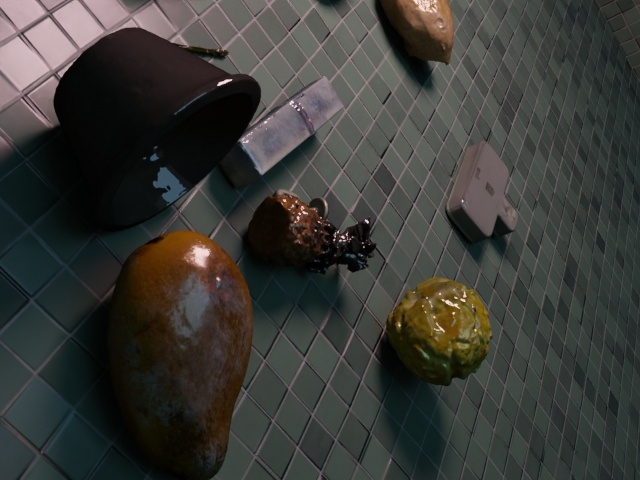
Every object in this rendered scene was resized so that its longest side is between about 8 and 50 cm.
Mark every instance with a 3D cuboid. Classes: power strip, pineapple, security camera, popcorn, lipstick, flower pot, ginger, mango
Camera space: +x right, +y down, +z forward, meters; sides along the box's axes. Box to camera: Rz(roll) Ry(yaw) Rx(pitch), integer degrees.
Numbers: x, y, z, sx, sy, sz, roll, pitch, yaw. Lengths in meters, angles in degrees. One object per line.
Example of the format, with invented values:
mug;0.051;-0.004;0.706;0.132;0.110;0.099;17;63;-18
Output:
power strip;0.394;-0.094;1.681;0.193;0.059;0.264;46;45;-19
pineapple;0.000;0.000;1.152;0.237;0.119;0.111;16;75;-45
security camera;-0.037;-0.057;1.186;0.092;0.058;0.058;14;64;-41
popcorn;0.216;0.162;1.290;0.198;0.212;0.197;-1;95;-10
lipstick;-0.064;-0.185;1.190;0.076;0.078;0.289;59;42;-13
flower pot;-0.225;-0.155;0.900;0.166;0.269;0.269;45;40;7
ginger;0.223;-0.519;1.620;0.138;0.152;0.267;-28;102;-21
mango;-0.172;0.145;0.883;0.193;0.146;0.316;0;88;-47

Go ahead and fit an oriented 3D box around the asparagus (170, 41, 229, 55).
asparagus;-0.208;-0.307;1.132;0.166;0.013;0.016;-6;90;-49
